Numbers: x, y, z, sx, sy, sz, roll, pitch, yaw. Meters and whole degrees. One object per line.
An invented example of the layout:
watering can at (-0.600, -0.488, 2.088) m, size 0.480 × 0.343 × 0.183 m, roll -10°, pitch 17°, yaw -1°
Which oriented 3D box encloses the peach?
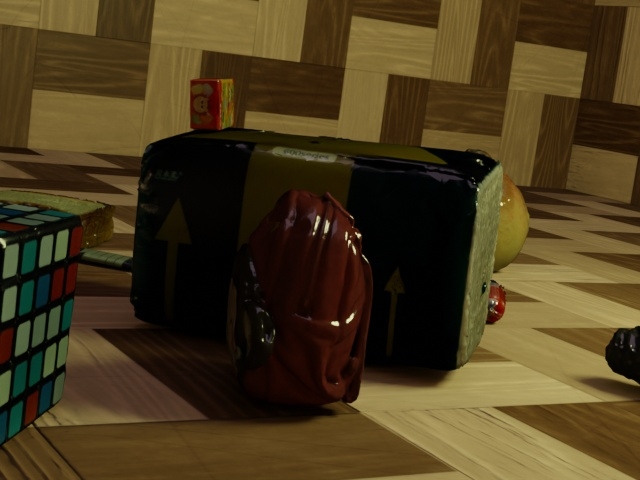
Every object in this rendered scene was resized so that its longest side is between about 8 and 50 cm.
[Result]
peach at (0.284, -0.060, 2.210) m, size 0.233 × 0.232 × 0.232 m, roll 7°, pitch 8°, yaw -1°

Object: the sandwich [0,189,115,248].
sandwich at (-0.459, -0.037, 1.956) m, size 0.215 × 0.065 × 0.186 m, roll 8°, pitch 8°, yaw 8°

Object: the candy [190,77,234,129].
candy at (-0.134, -0.171, 1.484) m, size 0.038 × 0.062 × 0.122 m, roll 2°, pitch 9°, yaw 4°

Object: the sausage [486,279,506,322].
sausage at (0.255, 0.095, 1.769) m, size 0.048 × 0.050 × 0.145 m, roll -19°, pitch 6°, yaw 9°

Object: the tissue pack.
tissue pack at (0.000, 0.000, 1.471) m, size 0.417 × 0.253 × 0.264 m, roll 7°, pitch 9°, yaw 14°

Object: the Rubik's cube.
Rubik's cube at (-0.323, 0.061, 1.013) m, size 0.184 × 0.182 × 0.187 m, roll 8°, pitch 9°, yaw 9°

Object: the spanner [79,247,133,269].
spanner at (-0.353, 0.025, 1.789) m, size 0.316 × 0.024 × 0.087 m, roll 11°, pitch 11°, yaw 13°

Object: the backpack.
backpack at (-0.021, 0.054, 1.206) m, size 0.139 × 0.229 × 0.229 m, roll 10°, pitch 8°, yaw -9°

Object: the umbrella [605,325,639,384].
umbrella at (0.484, 0.161, 1.364) m, size 0.326 × 0.090 × 0.094 m, roll 14°, pitch 8°, yaw 38°
